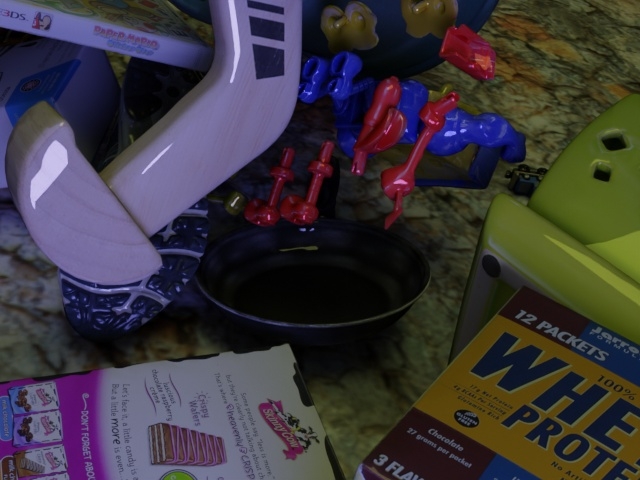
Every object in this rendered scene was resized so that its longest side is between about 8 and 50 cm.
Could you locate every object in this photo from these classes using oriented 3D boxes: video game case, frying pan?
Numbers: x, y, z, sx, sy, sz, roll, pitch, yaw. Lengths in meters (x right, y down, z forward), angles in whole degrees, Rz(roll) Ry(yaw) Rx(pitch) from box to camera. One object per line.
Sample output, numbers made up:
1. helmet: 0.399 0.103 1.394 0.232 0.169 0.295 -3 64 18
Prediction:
1. video game case: -0.224 -0.217 0.748 0.206 0.026 0.227 6 30 -36
2. frying pan: -0.027 0.005 0.792 0.197 0.053 0.326 -7 26 -17

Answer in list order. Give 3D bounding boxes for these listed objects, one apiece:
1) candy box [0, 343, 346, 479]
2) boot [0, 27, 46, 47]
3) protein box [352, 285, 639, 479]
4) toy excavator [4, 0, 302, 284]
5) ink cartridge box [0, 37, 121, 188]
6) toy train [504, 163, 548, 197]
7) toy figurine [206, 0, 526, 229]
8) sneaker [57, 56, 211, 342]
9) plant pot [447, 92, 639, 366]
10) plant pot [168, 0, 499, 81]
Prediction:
1. candy box: -0.110 0.157 0.561 0.234 0.071 0.159 -5 41 -19
2. boot: -0.380 -0.234 0.934 0.109 0.283 0.220 46 12 14
3. protein box: 0.101 0.170 0.478 0.136 0.199 0.201 29 34 21
4. toy excavator: -0.024 -0.218 0.611 0.433 0.445 0.222 -15 23 -22
5. ink cartridge box: -0.293 -0.112 0.794 0.191 0.082 0.139 -8 37 10
6. toy train: 0.280 -0.055 0.963 0.158 0.027 0.036 10 49 -3
7. toy figurine: 0.053 -0.074 0.789 0.217 0.191 0.363 22 -11 -36
8. sneaker: -0.154 -0.032 0.771 0.110 0.122 0.283 20 59 -13
9. plant pot: 0.230 0.062 0.654 0.207 0.227 0.228 -28 53 -31
10. plant pot: -0.003 -0.339 0.919 0.341 0.341 0.334 28 21 20
